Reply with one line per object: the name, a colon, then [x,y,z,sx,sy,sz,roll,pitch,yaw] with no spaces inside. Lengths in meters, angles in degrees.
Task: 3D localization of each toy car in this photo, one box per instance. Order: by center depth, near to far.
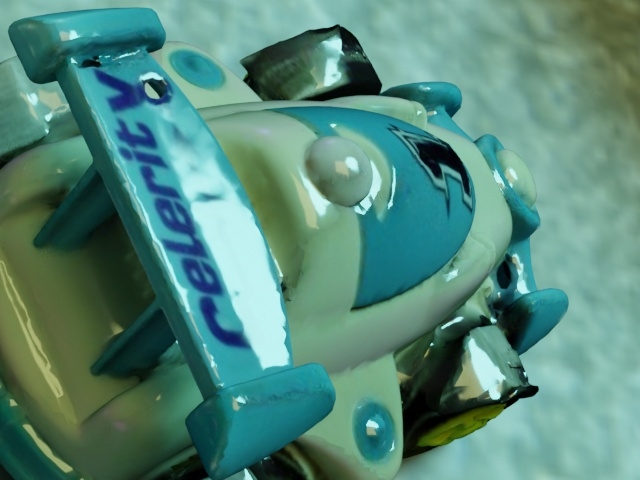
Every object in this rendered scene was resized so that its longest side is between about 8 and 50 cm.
toy car: [0.000,0.000,0.429,0.161,0.098,0.126,-16,75,-32]
